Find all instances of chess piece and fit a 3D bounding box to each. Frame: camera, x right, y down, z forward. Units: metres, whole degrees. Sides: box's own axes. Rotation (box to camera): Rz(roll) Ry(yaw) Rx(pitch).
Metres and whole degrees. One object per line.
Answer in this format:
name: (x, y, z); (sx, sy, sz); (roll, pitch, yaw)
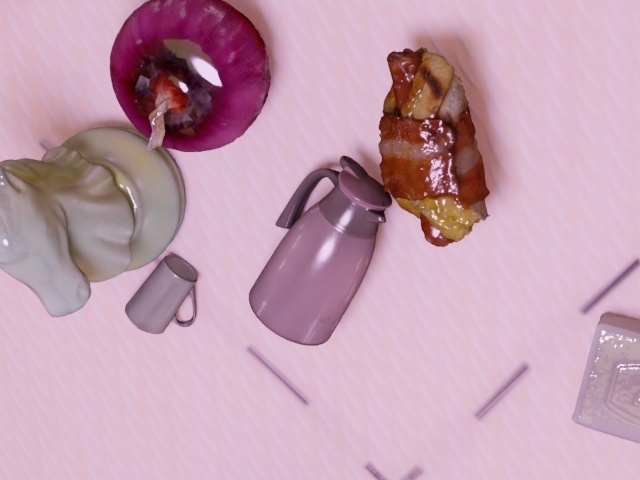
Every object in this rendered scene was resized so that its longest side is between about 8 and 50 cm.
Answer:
chess piece: (-0.272, -0.021, 1.589); (0.176, 0.298, 0.175); (4, 104, 17)

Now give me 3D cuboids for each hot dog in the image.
hot dog: (0.110, -0.096, 1.531); (0.103, 0.146, 0.213); (-16, 96, -6)

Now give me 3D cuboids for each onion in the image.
onion: (-0.142, -0.181, 1.583); (0.177, 0.153, 0.177); (1, 92, 16)

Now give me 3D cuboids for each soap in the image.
soap: (0.372, 0.159, 1.561); (0.183, 0.064, 0.121); (15, 107, 13)

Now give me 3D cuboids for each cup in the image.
cup: (-0.177, 0.069, 1.715); (0.075, 0.054, 0.083); (39, 111, 5)

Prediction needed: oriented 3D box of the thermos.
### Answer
thermos: (0.000, 0.000, 1.611); (0.137, 0.105, 0.193); (55, 127, 39)
